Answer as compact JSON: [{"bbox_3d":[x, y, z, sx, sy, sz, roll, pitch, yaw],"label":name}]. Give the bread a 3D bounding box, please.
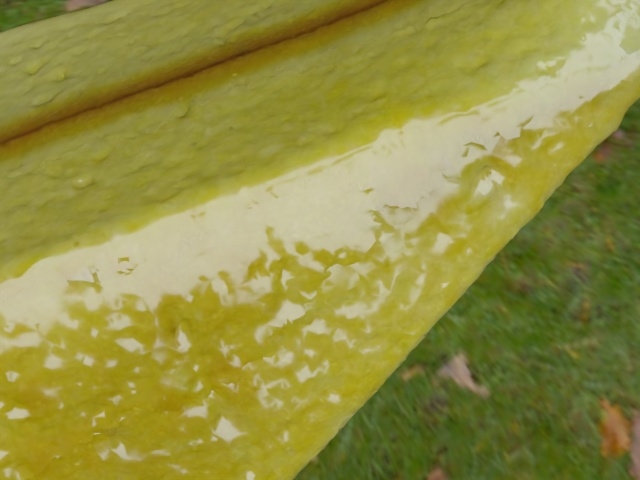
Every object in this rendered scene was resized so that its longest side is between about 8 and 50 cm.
[{"bbox_3d":[0.000,0.000,0.796,0.361,0.233,0.245,-18,124,6],"label":"bread"}]
